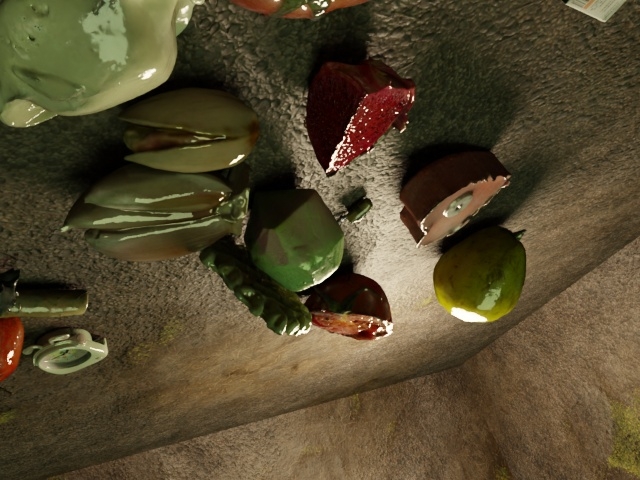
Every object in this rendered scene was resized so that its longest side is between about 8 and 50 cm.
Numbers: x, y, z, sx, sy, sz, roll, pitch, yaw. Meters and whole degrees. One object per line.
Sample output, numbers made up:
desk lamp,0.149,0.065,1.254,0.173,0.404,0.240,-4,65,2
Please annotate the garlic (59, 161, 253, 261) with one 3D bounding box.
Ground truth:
garlic,-0.287,-0.053,0.974,0.325,0.132,0.279,-6,151,-16

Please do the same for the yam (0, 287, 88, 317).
yam,-0.649,0.131,1.111,0.317,0.067,0.071,5,169,-39

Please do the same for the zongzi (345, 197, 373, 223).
zongzi,0.108,-0.072,1.347,0.076,0.040,0.083,-39,161,16

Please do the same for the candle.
candle,0.325,-0.126,1.320,0.287,0.131,0.317,-31,161,2

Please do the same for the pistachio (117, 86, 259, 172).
pistachio,-0.201,-0.170,0.839,0.215,0.144,0.144,-13,151,-25

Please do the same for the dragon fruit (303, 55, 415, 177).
dragon fruit,0.069,-0.239,0.946,0.161,0.126,0.274,-22,163,-22

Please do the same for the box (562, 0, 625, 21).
box,0.488,-0.473,0.869,0.135,0.081,0.199,-1,147,-37

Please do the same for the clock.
clock,-0.658,0.280,1.376,0.151,0.062,0.191,-23,152,2

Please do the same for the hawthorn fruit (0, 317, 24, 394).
hawthorn fruit,-0.711,0.248,1.129,0.162,0.204,0.163,-17,154,-8

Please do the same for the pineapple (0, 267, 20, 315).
pineapple,-0.666,0.078,0.961,0.237,0.111,0.119,12,111,-48

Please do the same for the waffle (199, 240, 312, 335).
waffle,-0.135,0.099,1.177,0.056,0.292,0.309,-47,170,6

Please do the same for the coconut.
coconut,-0.064,-0.012,1.145,0.204,0.236,0.236,-38,151,3

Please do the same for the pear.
pear,0.530,0.103,1.727,0.287,0.287,0.375,11,123,-46

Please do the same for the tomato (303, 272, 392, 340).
tomato,0.098,0.194,1.669,0.308,0.170,0.309,14,159,6

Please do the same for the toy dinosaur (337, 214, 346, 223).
toy dinosaur,0.000,0.000,1.385,0.197,0.045,0.080,-38,136,14

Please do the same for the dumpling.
dumpling,-0.265,-0.265,0.649,0.318,0.187,0.243,-24,-166,29

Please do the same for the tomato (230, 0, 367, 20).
tomato,-0.018,-0.357,0.526,0.264,0.265,0.265,-17,152,-10
